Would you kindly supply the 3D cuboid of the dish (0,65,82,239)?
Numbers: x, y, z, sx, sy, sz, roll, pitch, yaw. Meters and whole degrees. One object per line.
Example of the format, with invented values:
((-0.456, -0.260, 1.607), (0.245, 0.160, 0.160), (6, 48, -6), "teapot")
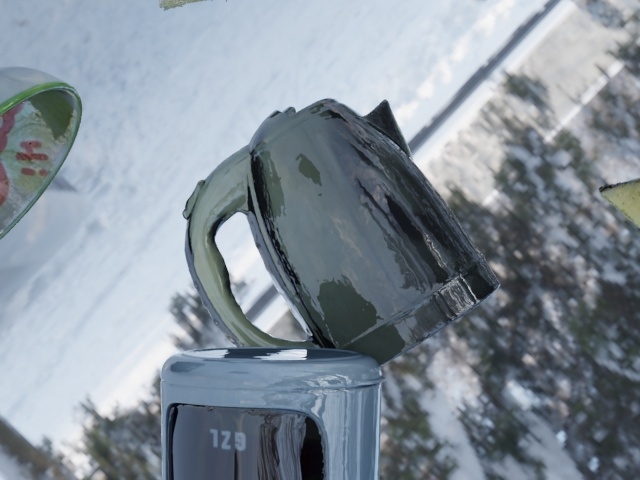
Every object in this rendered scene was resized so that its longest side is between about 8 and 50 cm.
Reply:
((-0.442, -0.095, 1.383), (0.324, 0.124, 0.324), (-50, 174, -8), "dish")

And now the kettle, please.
((0.000, 0.000, 1.388), (0.321, 0.324, 0.228), (-32, 177, -2), "kettle")

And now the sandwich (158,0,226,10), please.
((-0.193, -0.384, 1.705), (0.193, 0.058, 0.162), (-4, -175, 24), "sandwich")

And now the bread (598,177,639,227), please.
((0.473, -0.070, 1.388), (0.240, 0.135, 0.178), (10, 123, -50), "bread")

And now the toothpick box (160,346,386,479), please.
((-0.047, 0.297, 1.237), (0.263, 0.263, 0.354), (126, -35, -88), "toothpick box")
